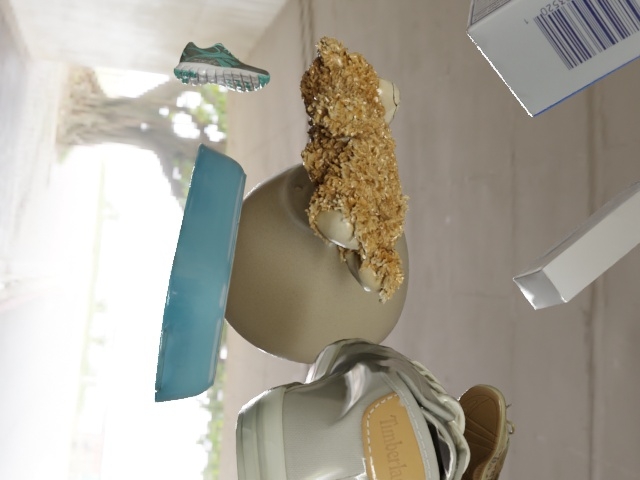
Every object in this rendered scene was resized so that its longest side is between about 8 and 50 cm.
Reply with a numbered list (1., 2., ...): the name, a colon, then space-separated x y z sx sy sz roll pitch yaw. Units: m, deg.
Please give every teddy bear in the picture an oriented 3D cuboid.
1. teddy bear: 0.051 -0.092 1.246 0.245 0.113 0.338 59 20 -29

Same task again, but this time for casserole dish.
1. casserole dish: -0.074 0.020 0.674 0.188 0.037 0.114 -85 -174 -52

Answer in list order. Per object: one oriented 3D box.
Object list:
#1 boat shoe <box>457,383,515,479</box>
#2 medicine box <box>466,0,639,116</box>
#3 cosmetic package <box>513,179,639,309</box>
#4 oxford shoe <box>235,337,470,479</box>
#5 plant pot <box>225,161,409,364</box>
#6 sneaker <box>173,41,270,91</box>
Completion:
1. boat shoe: 0.277 0.363 1.870 0.104 0.089 0.285 30 -54 31
2. medicine box: 0.340 -0.333 1.339 0.263 0.149 0.289 -30 -157 28
3. cosmetic package: 0.381 0.000 1.440 0.060 0.239 0.099 53 -16 2
4. oxford shoe: 0.051 0.155 0.817 0.449 0.130 0.169 19 58 -79
5. plant pot: 0.000 0.000 1.456 0.191 0.284 0.284 107 -16 -51
6. sneaker: -0.167 -0.306 1.832 0.065 0.166 0.076 103 -4 -70
